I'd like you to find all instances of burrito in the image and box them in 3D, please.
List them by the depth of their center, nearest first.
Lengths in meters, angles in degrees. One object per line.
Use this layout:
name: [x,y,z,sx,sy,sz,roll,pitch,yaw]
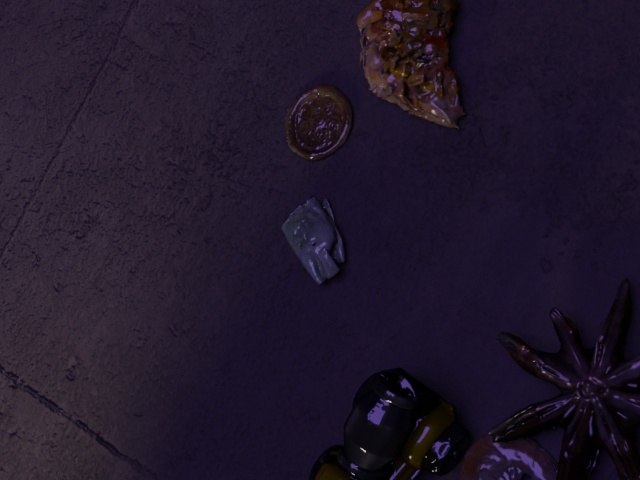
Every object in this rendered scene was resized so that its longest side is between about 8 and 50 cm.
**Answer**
burrito: [-0.003,0.002,1.729,0.074,0.044,0.118,-33,62,11]

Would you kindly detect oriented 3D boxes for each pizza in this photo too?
pizza: [0.119,-0.257,1.720,0.147,0.069,0.226,-7,74,22]

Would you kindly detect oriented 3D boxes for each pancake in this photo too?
pancake: [-0.004,-0.169,1.789,0.115,0.011,0.115,-8,72,25]

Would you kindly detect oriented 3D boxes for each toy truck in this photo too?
toy truck: [0.066,0.267,1.557,0.147,0.165,0.224,35,94,28]

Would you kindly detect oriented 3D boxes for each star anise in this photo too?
star anise: [0.329,0.179,1.496,0.288,0.088,0.288,-5,72,16]

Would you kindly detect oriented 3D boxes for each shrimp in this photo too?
shrimp: [0.244,0.340,1.525,0.126,0.047,0.223,-18,68,10]
